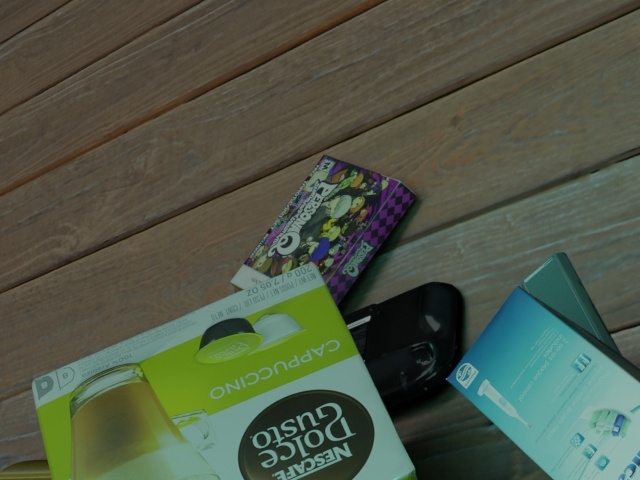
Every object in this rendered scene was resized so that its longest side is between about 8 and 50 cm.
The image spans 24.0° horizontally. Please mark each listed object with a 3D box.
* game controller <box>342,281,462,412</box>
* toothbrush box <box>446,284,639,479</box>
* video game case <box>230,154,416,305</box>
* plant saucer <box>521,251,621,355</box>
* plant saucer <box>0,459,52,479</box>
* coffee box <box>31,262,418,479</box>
[{"bbox_3d":[0.047,0.159,1.904,0.319,0.067,0.166,-25,33,36],"label":"game controller"},{"bbox_3d":[0.295,0.195,1.445,0.126,0.216,0.295,-53,35,6],"label":"toothbrush box"},{"bbox_3d":[0.000,0.000,2.049,0.232,0.042,0.210,-54,32,-7],"label":"video game case"},{"bbox_3d":[0.281,0.091,1.706,0.067,0.018,0.192,-43,39,19],"label":"plant saucer"},{"bbox_3d":[-0.418,0.461,2.188,0.332,0.081,0.333,-10,57,45],"label":"plant saucer"},{"bbox_3d":[-0.063,0.296,1.585,0.337,0.338,0.334,-24,41,-2],"label":"coffee box"}]
